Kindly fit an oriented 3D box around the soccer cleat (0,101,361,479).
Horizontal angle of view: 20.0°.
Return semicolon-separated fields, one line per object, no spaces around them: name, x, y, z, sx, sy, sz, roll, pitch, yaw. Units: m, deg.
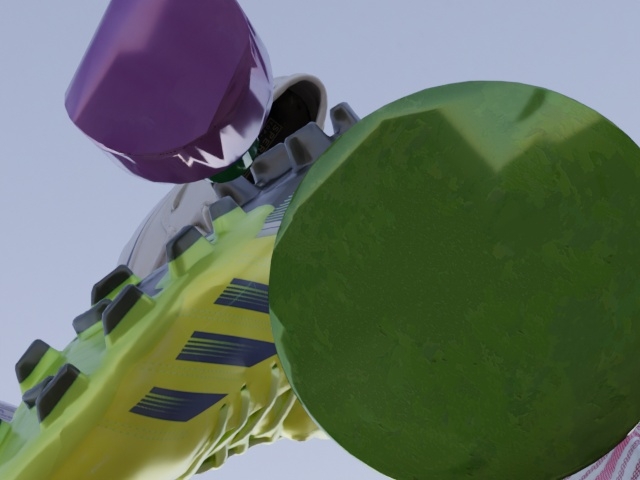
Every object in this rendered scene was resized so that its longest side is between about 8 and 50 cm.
soccer cleat;-0.023;0.043;0.714;0.093;0.289;0.121;-31;-82;37

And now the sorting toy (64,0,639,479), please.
sorting toy;0.077;0.040;0.584;0.127;0.365;0.126;-54;-18;-5

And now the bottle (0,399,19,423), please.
bottle;-0.197;0.170;1.182;0.118;0.092;0.283;-40;-27;9

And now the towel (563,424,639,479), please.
towel;0.059;0.109;0.642;0.144;0.197;0.029;-41;-82;6

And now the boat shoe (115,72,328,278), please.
boat shoe;-0.072;-0.017;1.398;0.096;0.088;0.267;38;-111;-10
